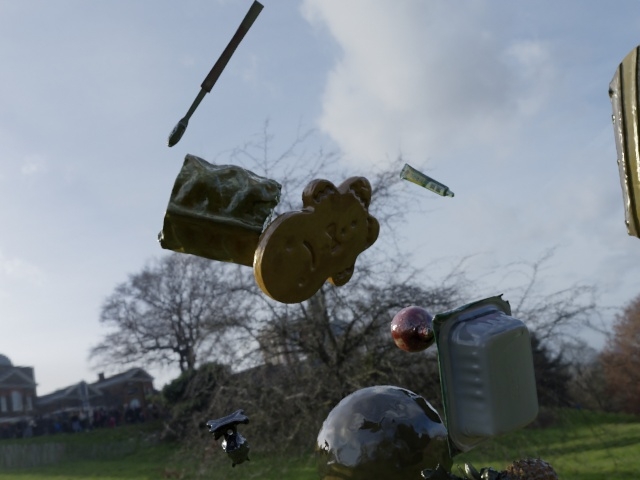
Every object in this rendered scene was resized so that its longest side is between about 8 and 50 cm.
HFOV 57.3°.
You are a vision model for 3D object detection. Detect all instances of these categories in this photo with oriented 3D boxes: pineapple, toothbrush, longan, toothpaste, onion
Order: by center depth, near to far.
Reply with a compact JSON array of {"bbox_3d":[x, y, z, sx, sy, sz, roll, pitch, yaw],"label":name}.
[{"bbox_3d":[-0.120,-0.188,0.662,0.014,0.194,0.017,32,-6,-15],"label":"toothbrush"},{"bbox_3d":[0.362,0.524,1.251,0.277,0.130,0.119,-3,4,-9],"label":"pineapple"},{"bbox_3d":[0.183,0.609,1.655,0.390,0.392,0.391,-14,-19,-5],"label":"longan"},{"bbox_3d":[0.317,-0.173,1.743,0.031,0.204,0.049,13,-73,-49],"label":"toothpaste"},{"bbox_3d":[0.323,0.297,1.942,0.159,0.160,0.195,-10,0,-17],"label":"onion"}]

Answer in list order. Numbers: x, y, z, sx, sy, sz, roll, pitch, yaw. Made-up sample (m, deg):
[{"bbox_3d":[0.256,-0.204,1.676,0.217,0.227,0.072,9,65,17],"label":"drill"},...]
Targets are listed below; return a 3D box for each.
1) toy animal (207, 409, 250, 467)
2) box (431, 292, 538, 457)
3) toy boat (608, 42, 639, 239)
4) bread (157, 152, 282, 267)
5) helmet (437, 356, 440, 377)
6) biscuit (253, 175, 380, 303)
[{"bbox_3d":[-0.246,0.619,1.753,0.121,0.117,0.210,-22,-60,-12],"label":"toy animal"},{"bbox_3d":[0.399,0.306,1.338,0.264,0.337,0.106,-11,4,-32],"label":"box"},{"bbox_3d":[0.692,-0.195,1.190,0.135,0.446,0.162,-7,-1,-37],"label":"toy boat"},{"bbox_3d":[-0.232,-0.067,1.351,0.251,0.196,0.239,20,-46,-5],"label":"bread"},{"bbox_3d":[0.462,0.398,1.809,0.177,0.224,0.305,-66,-15,6],"label":"helmet"},{"bbox_3d":[0.002,0.001,1.315,0.354,0.275,0.052,-32,33,-32],"label":"biscuit"}]
